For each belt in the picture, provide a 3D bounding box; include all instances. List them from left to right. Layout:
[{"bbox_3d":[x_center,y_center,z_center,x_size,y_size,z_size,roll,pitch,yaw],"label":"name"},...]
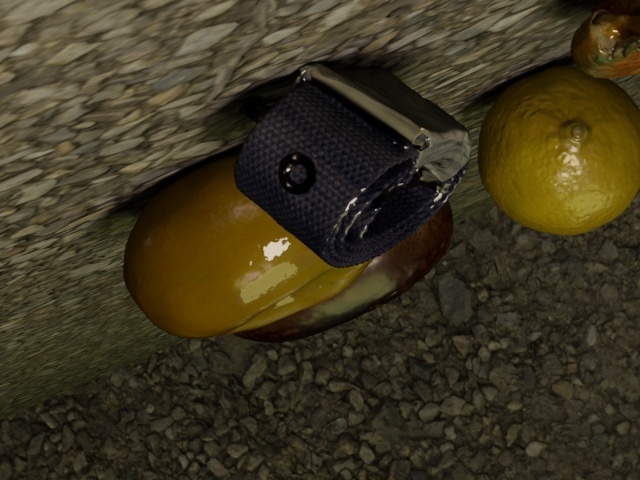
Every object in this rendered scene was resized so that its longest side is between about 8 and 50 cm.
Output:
[{"bbox_3d":[0.022,-0.066,1.124,0.139,0.126,0.230,-55,163,19],"label":"belt"}]

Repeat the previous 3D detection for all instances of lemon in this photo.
[{"bbox_3d":[0.252,-0.094,1.522,0.178,0.178,0.203,-23,173,-2],"label":"lemon"}]

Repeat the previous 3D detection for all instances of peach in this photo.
[{"bbox_3d":[-0.053,-0.005,1.318,0.251,0.153,0.251,-32,173,-5],"label":"peach"}]

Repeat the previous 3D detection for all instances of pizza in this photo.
[{"bbox_3d":[0.316,-0.200,1.203,0.229,0.081,0.289,-19,178,32],"label":"pizza"}]

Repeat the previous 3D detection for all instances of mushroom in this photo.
[{"bbox_3d":[0.003,0.013,1.612,0.297,0.163,0.278,-23,176,17],"label":"mushroom"}]
